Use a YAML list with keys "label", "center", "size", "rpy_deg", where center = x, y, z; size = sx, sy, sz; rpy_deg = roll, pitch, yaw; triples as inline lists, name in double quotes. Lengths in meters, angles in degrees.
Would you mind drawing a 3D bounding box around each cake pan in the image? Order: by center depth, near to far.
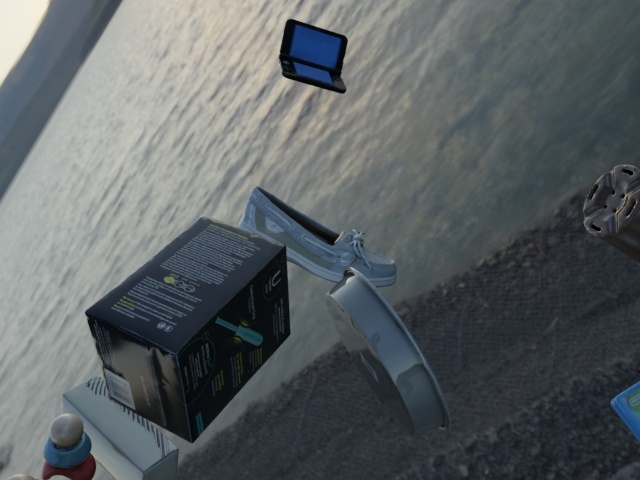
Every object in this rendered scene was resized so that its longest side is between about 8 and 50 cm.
- label: "cake pan"
  center: [0.096, 0.179, 1.075]
  size: [0.054, 0.293, 0.293]
  rpy_deg: [-31, 21, -10]

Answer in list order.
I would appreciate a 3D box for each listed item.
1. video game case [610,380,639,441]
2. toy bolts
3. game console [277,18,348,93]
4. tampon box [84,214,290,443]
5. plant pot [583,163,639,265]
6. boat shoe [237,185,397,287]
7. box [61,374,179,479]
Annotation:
- label: "video game case"
  center: [0.303, 0.154, 0.482]
  size: [0.166, 0.119, 0.015]
  rpy_deg: [56, 160, 25]
- label: "toy bolts"
  center: [-0.457, 0.433, 1.254]
  size: [0.228, 0.218, 0.158]
  rpy_deg: [-89, 9, -53]
- label: "game console"
  center: [-0.008, -0.324, 1.221]
  size: [0.107, 0.122, 0.071]
  rpy_deg: [-105, 32, -50]
- label: "tampon box"
  center: [-0.113, 0.076, 0.641]
  size: [0.161, 0.101, 0.120]
  rpy_deg: [-45, -34, -44]
- label: "plant pot"
  center: [0.528, -0.034, 1.110]
  size: [0.167, 0.165, 0.167]
  rpy_deg: [-54, 24, 37]
- label: "boat shoe"
  center: [-0.001, -0.001, 1.307]
  size: [0.118, 0.320, 0.103]
  rpy_deg: [-39, -30, -70]
- label: "box"
  center: [-0.421, 0.410, 1.444]
  size: [0.094, 0.275, 0.113]
  rpy_deg: [-28, -39, -45]
